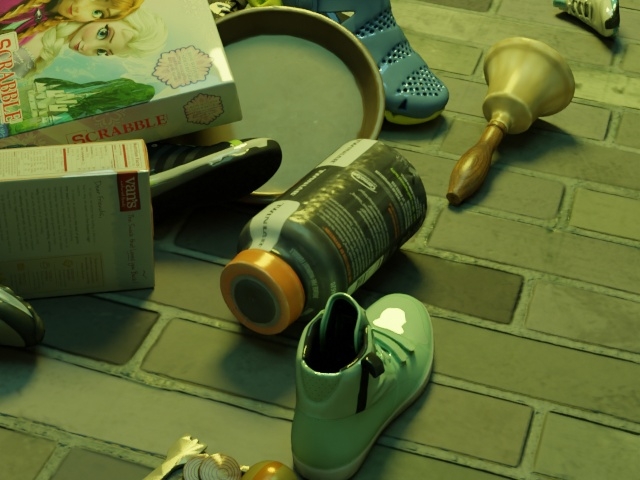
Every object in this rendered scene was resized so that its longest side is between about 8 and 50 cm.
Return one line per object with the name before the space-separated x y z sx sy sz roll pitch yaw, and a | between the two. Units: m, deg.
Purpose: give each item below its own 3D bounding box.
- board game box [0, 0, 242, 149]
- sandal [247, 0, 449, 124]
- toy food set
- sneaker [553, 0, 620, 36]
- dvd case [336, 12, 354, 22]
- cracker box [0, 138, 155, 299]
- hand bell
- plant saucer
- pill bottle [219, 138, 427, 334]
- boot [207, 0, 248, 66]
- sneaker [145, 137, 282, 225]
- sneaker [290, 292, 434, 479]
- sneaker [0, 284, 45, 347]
board game box | -0.283 -0.230 1.474 0.318 0.066 0.318 -15 50 -7
sandal | 0.046 -0.279 1.606 0.317 0.138 0.126 41 36 3
toy food set | -0.079 0.232 1.072 0.192 0.038 0.132 24 42 25
sneaker | 0.394 -0.353 1.855 0.083 0.071 0.190 -6 30 -2
dvd case | -0.035 -0.286 1.760 0.179 0.029 0.239 31 45 33
cracker box | -0.292 -0.018 1.289 0.232 0.155 0.067 -4 38 -10
hand bell | 0.214 -0.133 1.536 0.126 0.126 0.242 20 52 21
plant saucer | -0.060 -0.161 1.503 0.278 0.041 0.277 0 65 1
pill bottle | 0.000 0.000 1.306 0.130 0.130 0.246 24 42 25
boot | -0.130 -0.298 1.671 0.263 0.091 0.229 17 56 18
sneaker | -0.162 -0.088 1.404 0.235 0.084 0.097 -19 62 -9
sneaker | 0.050 0.094 1.170 0.094 0.151 0.256 15 38 17
sneaker | -0.407 0.083 1.217 0.272 0.100 0.108 7 63 -1
